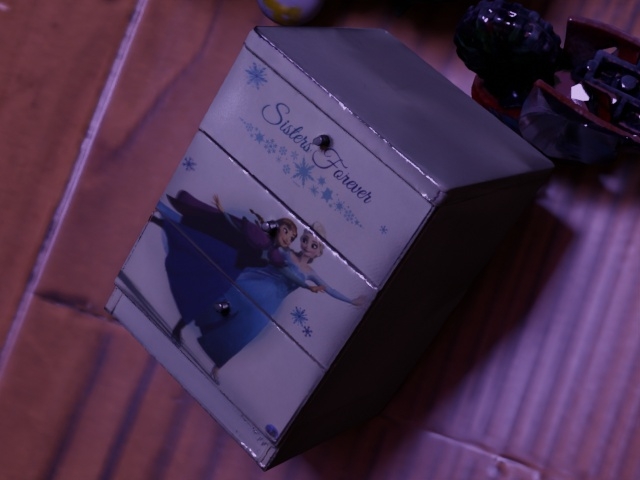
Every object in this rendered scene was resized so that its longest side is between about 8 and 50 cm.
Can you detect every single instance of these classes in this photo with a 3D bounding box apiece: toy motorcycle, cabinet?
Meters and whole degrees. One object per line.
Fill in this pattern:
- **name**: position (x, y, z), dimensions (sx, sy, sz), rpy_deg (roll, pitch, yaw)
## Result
- **toy motorcycle**: position (0.176, -0.072, 0.809), dimensions (0.213, 0.122, 0.082), rpy_deg (26, 74, 7)
- **cabinet**: position (0.000, 0.000, 0.776), dimensions (0.145, 0.150, 0.206), rpy_deg (42, 117, 20)

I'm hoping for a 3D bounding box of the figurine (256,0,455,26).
- **figurine**: position (-0.020, -0.271, 0.842), dimensions (0.382, 0.261, 0.186), rpy_deg (21, 56, 10)
